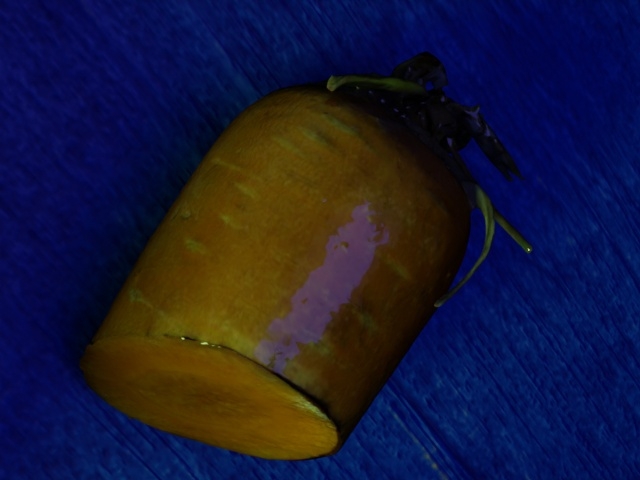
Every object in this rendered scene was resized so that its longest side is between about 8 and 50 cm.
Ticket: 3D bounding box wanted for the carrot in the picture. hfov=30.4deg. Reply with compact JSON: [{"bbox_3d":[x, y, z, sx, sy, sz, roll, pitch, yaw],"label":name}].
[{"bbox_3d":[0.000,0.000,0.805,0.193,0.214,0.331,41,73,-30],"label":"carrot"}]
